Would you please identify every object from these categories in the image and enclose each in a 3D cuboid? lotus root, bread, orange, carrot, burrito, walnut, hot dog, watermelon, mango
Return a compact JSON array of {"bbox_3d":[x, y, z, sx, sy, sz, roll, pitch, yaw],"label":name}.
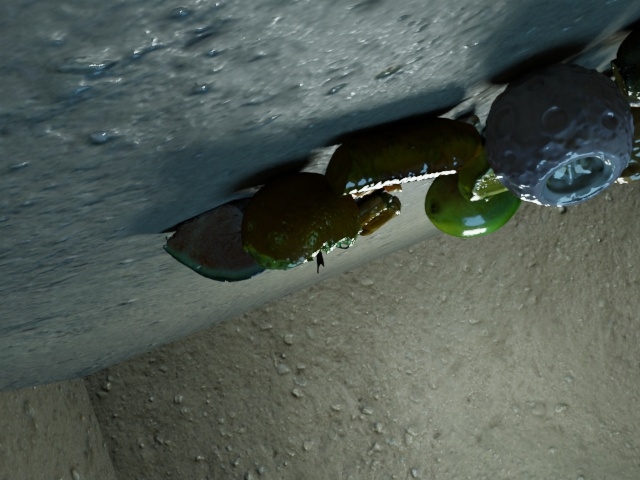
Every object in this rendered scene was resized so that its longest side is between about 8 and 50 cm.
[{"bbox_3d":[0.648,-0.334,1.328,0.275,0.151,0.160,-23,-179,25],"label":"lotus root"},{"bbox_3d":[0.495,-0.210,1.873,0.384,0.112,0.166,-19,151,-23],"label":"bread"},{"bbox_3d":[-0.036,-0.046,1.404,0.237,0.158,0.179,-14,-160,-43],"label":"orange"},{"bbox_3d":[0.152,-0.155,1.382,0.302,0.114,0.114,-13,169,-27],"label":"carrot"},{"bbox_3d":[0.297,-0.216,1.576,0.058,0.044,0.188,-15,175,4],"label":"burrito"},{"bbox_3d":[0.808,-0.269,1.971,0.257,0.257,0.224,-25,139,26],"label":"walnut"},{"bbox_3d":[0.135,-0.075,2.028,0.104,0.076,0.250,2,160,-19],"label":"hot dog"},{"bbox_3d":[-0.171,0.013,1.508,0.231,0.146,0.128,-25,172,7],"label":"watermelon"},{"bbox_3d":[0.426,-0.110,2.056,0.225,0.201,0.382,-37,159,34],"label":"mango"}]

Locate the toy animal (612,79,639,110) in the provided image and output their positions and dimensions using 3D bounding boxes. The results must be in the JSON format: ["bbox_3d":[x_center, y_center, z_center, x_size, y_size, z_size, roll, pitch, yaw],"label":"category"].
[{"bbox_3d":[0.658,-0.316,1.691,0.184,0.104,0.185,-27,169,-15],"label":"toy animal"}]

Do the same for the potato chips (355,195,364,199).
[{"bbox_3d":[0.040,-0.094,1.785,0.202,0.029,0.220,-24,174,39],"label":"potato chips"}]

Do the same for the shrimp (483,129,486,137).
[{"bbox_3d":[0.427,-0.254,1.734,0.161,0.034,0.091,-4,166,-40],"label":"shrimp"}]

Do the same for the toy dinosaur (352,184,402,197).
[{"bbox_3d":[0.082,-0.121,1.583,0.117,0.070,0.288,-25,167,24],"label":"toy dinosaur"}]

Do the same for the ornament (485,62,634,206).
[{"bbox_3d":[0.418,-0.193,1.369,0.260,0.225,0.259,-8,148,-5],"label":"ornament"}]

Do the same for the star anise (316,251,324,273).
[{"bbox_3d":[-0.009,0.004,1.932,0.141,0.144,0.158,-26,176,-42],"label":"star anise"}]
